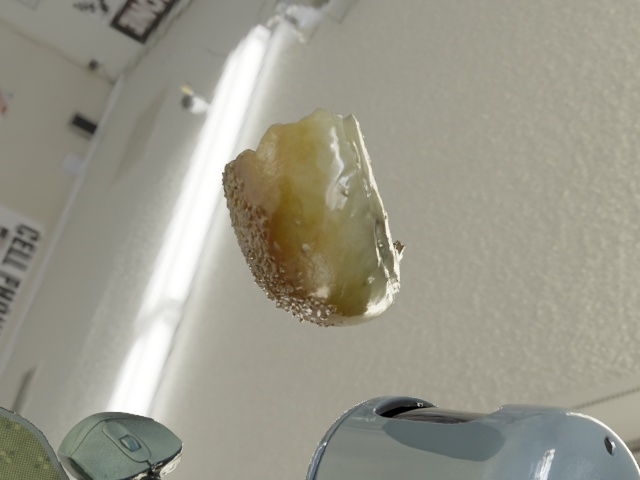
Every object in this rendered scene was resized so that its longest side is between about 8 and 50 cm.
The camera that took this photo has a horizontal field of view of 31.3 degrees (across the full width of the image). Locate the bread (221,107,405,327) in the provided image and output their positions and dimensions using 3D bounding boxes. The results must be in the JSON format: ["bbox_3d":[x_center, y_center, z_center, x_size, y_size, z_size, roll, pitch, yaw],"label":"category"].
[{"bbox_3d":[0.002,0.005,1.248,0.314,0.171,0.192,67,6,-75],"label":"bread"}]

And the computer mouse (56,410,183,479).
[{"bbox_3d":[-0.239,0.238,1.315,0.113,0.068,0.229,-24,-168,-31],"label":"computer mouse"}]

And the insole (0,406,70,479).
[{"bbox_3d":[-0.336,0.280,1.298,0.109,0.322,0.007,-33,-138,-7],"label":"insole"}]

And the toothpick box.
[{"bbox_3d":[0.169,0.291,1.150,0.355,0.263,0.263,-9,-124,52],"label":"toothpick box"}]
